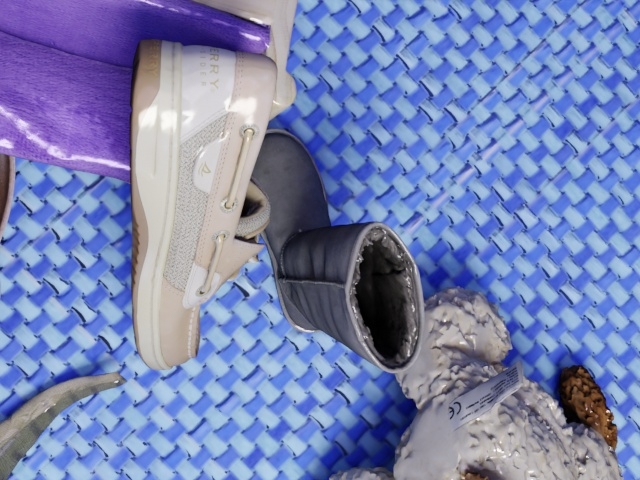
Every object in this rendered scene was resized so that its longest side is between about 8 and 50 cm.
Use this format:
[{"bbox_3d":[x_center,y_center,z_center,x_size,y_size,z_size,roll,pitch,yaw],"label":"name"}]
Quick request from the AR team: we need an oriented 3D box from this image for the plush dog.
[{"bbox_3d":[0.155,0.196,0.827,0.225,0.210,0.262,25,88,-35],"label":"plush dog"}]

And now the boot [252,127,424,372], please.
[{"bbox_3d":[0.002,-0.002,0.772,0.076,0.208,0.189,-21,94,-9],"label":"boot"}]

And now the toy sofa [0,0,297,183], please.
[{"bbox_3d":[-0.204,-0.148,0.729,0.363,0.150,0.177,13,77,-18],"label":"toy sofa"}]

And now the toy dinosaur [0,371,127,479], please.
[{"bbox_3d":[-0.286,0.171,0.806,0.118,0.064,0.268,44,82,-14],"label":"toy dinosaur"}]

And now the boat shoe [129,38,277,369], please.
[{"bbox_3d":[-0.083,-0.009,0.735,0.098,0.302,0.109,1,47,-9],"label":"boat shoe"}]

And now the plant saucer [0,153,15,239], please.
[{"bbox_3d":[-0.390,-0.058,0.790,0.311,0.050,0.310,0,91,-9],"label":"plant saucer"}]
